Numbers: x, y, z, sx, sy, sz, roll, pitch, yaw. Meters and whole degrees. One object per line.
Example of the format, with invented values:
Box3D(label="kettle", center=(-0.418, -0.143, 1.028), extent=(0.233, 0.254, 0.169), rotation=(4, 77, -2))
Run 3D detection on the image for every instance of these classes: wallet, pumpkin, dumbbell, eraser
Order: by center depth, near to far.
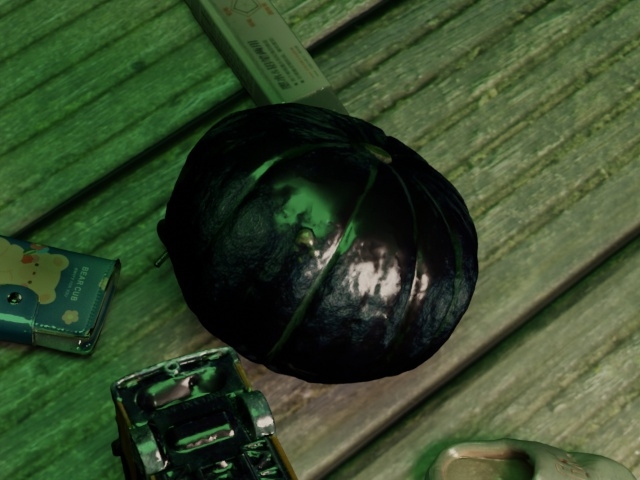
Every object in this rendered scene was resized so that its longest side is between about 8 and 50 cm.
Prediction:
Box3D(label="pumpkin", center=(0.000, 0.000, 1.918), extent=(0.363, 0.266, 0.363), rotation=(22, 23, -10))
Box3D(label="wallet", center=(-0.354, 0.061, 1.999), extent=(0.202, 0.059, 0.141), rotation=(13, 50, 1))
Box3D(label="dumbbell", center=(-0.157, -0.018, 2.063), extent=(0.069, 0.069, 0.147), rotation=(33, 61, 15))
Box3D(label="eraser", center=(-0.080, -0.258, 2.235), extent=(0.089, 0.061, 0.352), rotation=(-23, 62, -20))

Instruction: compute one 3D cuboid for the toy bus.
Box3D(label="toy bus", center=(-0.101, 0.288, 1.765), extent=(0.162, 0.194, 0.323), rotation=(-17, 47, -15))

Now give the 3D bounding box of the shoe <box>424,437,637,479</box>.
Box3D(label="shoe", center=(0.245, 0.270, 1.895), extent=(0.251, 0.100, 0.103), rotation=(3, 56, 0))
